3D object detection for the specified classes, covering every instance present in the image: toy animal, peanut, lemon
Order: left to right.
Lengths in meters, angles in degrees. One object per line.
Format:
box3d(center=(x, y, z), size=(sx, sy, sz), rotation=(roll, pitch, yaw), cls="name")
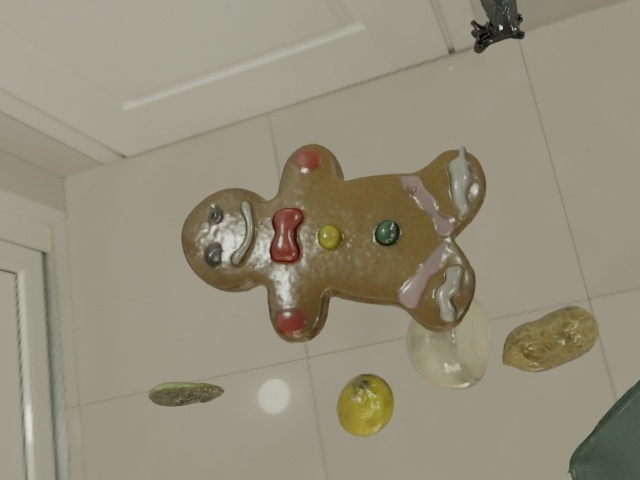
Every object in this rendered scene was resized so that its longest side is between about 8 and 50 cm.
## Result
box3d(center=(0.064, 0.240, 1.052), size=(0.082, 0.082, 0.111), rotation=(40, 135, 23), cls="lemon")
box3d(center=(0.367, -0.502, 1.522), size=(0.121, 0.210, 0.117), rotation=(-13, 43, 8), cls="toy animal")
box3d(center=(0.372, 0.160, 1.164), size=(0.093, 0.194, 0.083), rotation=(-13, 93, 60), cls="peanut")

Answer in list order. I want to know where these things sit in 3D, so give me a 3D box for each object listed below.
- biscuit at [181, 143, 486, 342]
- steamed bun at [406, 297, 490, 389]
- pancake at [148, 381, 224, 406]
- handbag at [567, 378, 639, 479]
box3d(center=(0.000, -0.001, 0.993), size=(0.431, 0.064, 0.283), rotation=(3, 77, 17), cls="biscuit")
box3d(center=(0.239, 0.189, 1.389), size=(0.130, 0.228, 0.177), rotation=(-14, 100, 29), cls="steamed bun")
box3d(center=(-0.183, 0.207, 0.980), size=(0.108, 0.108, 0.017), rotation=(-11, 64, 17), cls="pancake")
box3d(center=(0.464, 0.298, 0.814), size=(0.326, 0.089, 0.239), rotation=(45, 130, 26), cls="handbag")
